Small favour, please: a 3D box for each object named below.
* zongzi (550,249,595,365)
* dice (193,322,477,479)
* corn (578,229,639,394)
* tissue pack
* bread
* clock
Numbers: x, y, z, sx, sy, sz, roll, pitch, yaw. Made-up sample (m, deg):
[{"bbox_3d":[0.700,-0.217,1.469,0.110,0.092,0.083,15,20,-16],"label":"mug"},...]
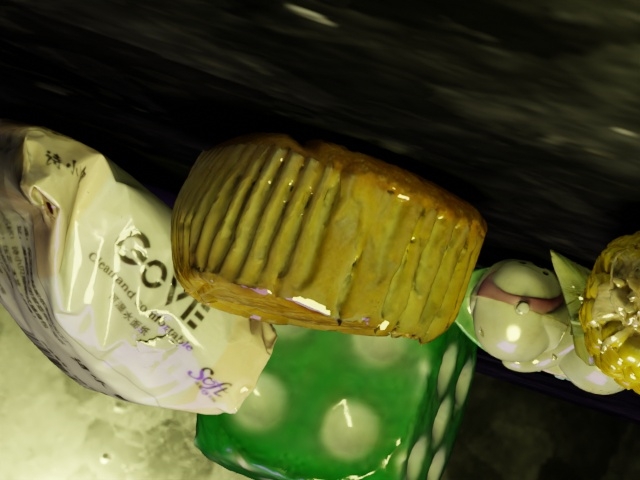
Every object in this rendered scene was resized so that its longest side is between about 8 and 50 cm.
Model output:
[{"bbox_3d":[0.261,0.042,1.681,0.104,0.113,0.052,-20,-163,-6],"label":"zongzi"},{"bbox_3d":[0.022,0.185,2.479,0.297,0.300,0.287,18,171,15],"label":"dice"},{"bbox_3d":[0.241,0.053,1.389,0.119,0.119,0.322,17,178,5],"label":"corn"},{"bbox_3d":[-0.247,0.022,2.038,0.375,0.195,0.390,45,166,-25],"label":"tissue pack"},{"bbox_3d":[0.000,0.000,1.510,0.227,0.142,0.253,20,171,-14],"label":"bread"},{"bbox_3d":[0.220,0.080,1.786,0.231,0.103,0.144,16,173,-5],"label":"clock"}]
